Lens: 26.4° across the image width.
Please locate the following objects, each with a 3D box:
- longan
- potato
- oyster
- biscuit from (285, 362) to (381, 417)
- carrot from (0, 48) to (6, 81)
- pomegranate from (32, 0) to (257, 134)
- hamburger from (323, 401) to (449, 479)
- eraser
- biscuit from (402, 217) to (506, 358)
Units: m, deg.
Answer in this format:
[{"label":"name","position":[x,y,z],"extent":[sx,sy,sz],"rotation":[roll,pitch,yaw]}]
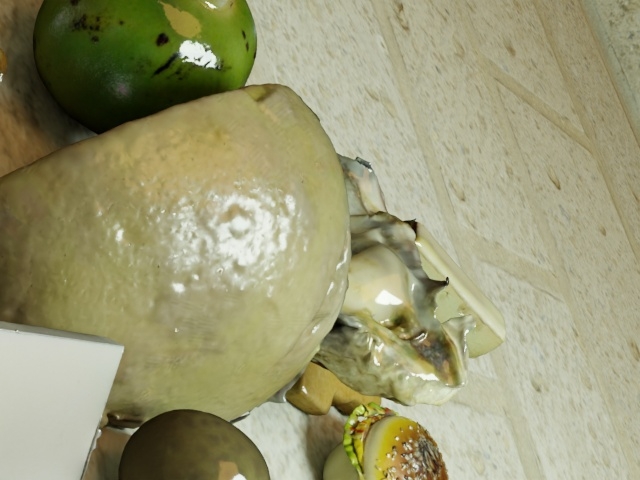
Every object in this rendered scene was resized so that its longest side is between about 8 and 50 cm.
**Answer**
[{"label":"longan","position":[-0.086,0.160,0.910],"extent":[0.106,0.106,0.119],"rotation":[46,-3,-30]},{"label":"potato","position":[-0.093,0.022,0.923],"extent":[0.264,0.189,0.211],"rotation":[-10,73,-64]},{"label":"oyster","position":[-0.004,0.007,1.134],"extent":[0.275,0.100,0.271],"rotation":[18,41,-6]},{"label":"biscuit","position":[-0.015,0.049,1.224],"extent":[0.212,0.041,0.238],"rotation":[38,34,-37]},{"label":"carrot","position":[-0.286,-0.171,0.866],"extent":[0.225,0.067,0.067],"rotation":[51,24,-49]},{"label":"pomegranate","position":[-0.121,-0.171,1.050],"extent":[0.180,0.209,0.180],"rotation":[28,36,-23]},{"label":"hamburger","position":[0.061,0.206,1.150],"extent":[0.126,0.081,0.141],"rotation":[22,46,-54]},{"label":"eraser","position":[-0.182,0.098,0.796],"extent":[0.150,0.023,0.103],"rotation":[17,91,-57]},{"label":"biscuit","position":[0.136,0.053,1.488],"extent":[0.188,0.056,0.052],"rotation":[47,27,-30]}]
